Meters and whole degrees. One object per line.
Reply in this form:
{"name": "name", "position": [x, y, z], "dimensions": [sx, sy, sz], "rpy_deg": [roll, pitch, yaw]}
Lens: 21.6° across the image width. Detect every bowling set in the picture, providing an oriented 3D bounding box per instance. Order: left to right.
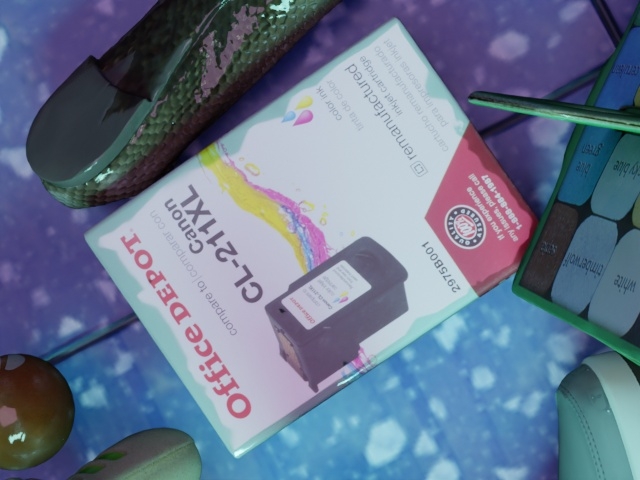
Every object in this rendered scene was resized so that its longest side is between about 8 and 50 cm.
{"name": "bowling set", "position": [-0.130, 0.156, 0.721], "dimensions": [0.200, 0.154, 0.287], "rpy_deg": [47, 119, 14]}

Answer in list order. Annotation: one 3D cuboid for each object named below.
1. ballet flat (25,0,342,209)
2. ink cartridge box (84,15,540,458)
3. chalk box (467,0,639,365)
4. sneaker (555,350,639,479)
{"name": "ballet flat", "position": [-0.035, -0.106, 0.790], "dimensions": [0.250, 0.058, 0.084], "rpy_deg": [-46, 51, 0]}
{"name": "ink cartridge box", "position": [0.000, 0.000, 0.775], "dimensions": [0.175, 0.072, 0.127], "rpy_deg": [-35, 88, 5]}
{"name": "chalk box", "position": [0.203, -0.016, 0.659], "dimensions": [0.289, 0.180, 0.179], "rpy_deg": [23, 93, -16]}
{"name": "sneaker", "position": [0.082, 0.203, 0.752], "dimensions": [0.178, 0.124, 0.296], "rpy_deg": [-6, 92, -3]}
